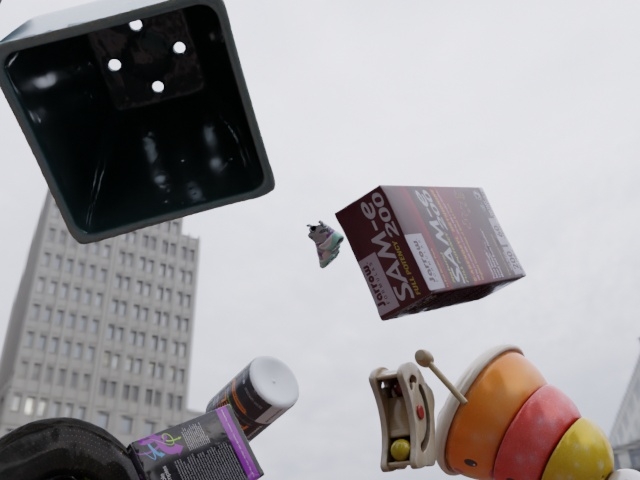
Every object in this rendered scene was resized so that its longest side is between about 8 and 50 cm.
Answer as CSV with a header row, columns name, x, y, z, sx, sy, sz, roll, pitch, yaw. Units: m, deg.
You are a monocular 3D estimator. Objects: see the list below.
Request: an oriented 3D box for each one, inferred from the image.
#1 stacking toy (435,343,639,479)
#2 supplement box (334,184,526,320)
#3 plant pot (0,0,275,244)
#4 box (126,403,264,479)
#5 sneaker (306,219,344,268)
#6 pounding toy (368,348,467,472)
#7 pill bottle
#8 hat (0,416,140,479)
name,x,y,z,sx,sy,sz,roll,pitch,yaw
stacking toy,0.528,0.476,1.709,0.480,0.350,0.350,27,-14,38
supplement box,0.133,0.008,0.872,0.073,0.130,0.239,-34,-17,34
plant pot,-0.214,-0.189,0.931,0.247,0.252,0.247,-15,-56,-1
box,-0.173,0.308,1.058,0.162,0.116,0.029,-13,-26,-39
sneaker,0.000,0.000,1.264,0.069,0.038,0.098,42,-36,14
pounding toy,0.196,0.325,1.523,0.155,0.269,0.154,-16,-37,28
pill bottle,-0.165,0.365,1.658,0.130,0.130,0.245,22,-51,-31
hat,-0.351,0.400,0.961,0.331,0.331,0.134,27,-50,-37
